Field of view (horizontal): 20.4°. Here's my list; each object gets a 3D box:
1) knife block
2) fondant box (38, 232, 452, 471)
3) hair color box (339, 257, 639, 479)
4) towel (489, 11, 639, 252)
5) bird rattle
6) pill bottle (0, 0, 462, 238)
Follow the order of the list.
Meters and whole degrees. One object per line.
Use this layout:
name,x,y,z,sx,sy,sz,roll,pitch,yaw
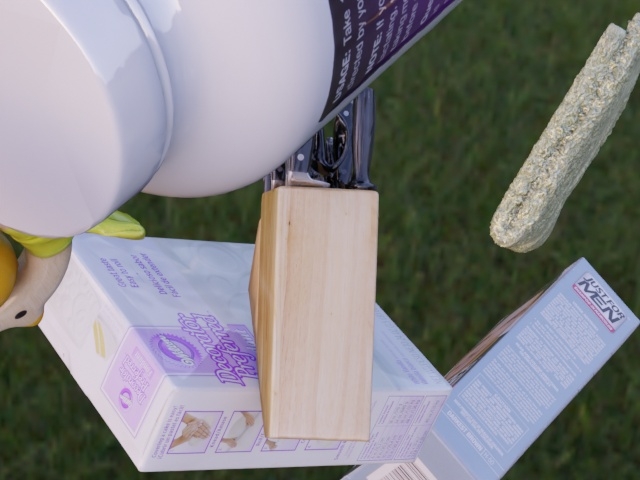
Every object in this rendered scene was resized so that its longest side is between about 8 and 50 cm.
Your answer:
knife block,0.000,0.000,1.501,0.088,0.242,0.275,2,41,-10
fondant box,-0.073,0.102,1.662,0.330,0.096,0.238,3,32,-40
hair color box,0.204,0.187,2.087,0.113,0.185,0.374,49,47,3
towel,0.144,-0.058,1.001,0.027,0.148,0.110,32,5,11
bird rattle,-0.259,0.006,1.283,0.253,0.207,0.143,-14,51,-35
pill bottle,-0.029,-0.140,0.719,0.181,0.181,0.323,26,47,23
